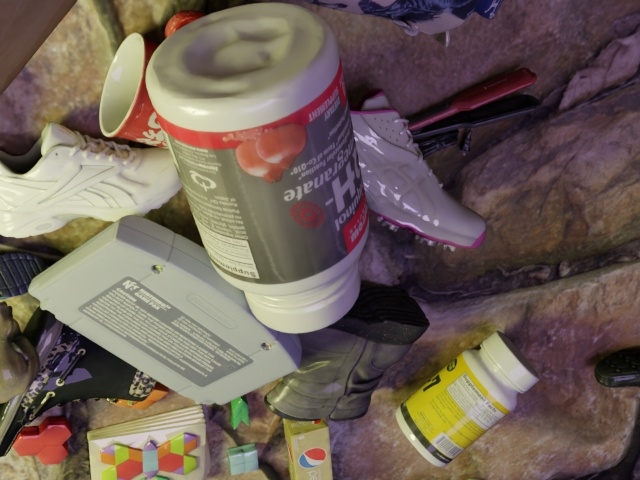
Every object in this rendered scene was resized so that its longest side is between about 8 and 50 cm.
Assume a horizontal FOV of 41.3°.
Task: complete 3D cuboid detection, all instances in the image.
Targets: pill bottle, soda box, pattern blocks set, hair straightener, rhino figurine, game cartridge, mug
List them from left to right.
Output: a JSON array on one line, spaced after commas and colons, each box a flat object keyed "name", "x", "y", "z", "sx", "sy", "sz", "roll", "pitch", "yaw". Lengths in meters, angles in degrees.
[{"name": "rhino figurine", "x": -0.432, "y": 0.164, "z": 1.015, "sx": 0.243, "sy": 0.106, "sz": 0.073, "roll": -27, "pitch": 173, "yaw": 24}, {"name": "pattern blocks set", "x": -0.253, "y": 0.319, "z": 1.254, "sx": 0.325, "sy": 0.026, "sz": 0.285, "roll": -18, "pitch": 128, "yaw": -8}, {"name": "game cartridge", "x": -0.170, "y": 0.091, "z": 1.012, "sx": 0.196, "sy": 0.060, "sz": 0.294, "roll": -26, "pitch": 129, "yaw": 33}, {"name": "mug", "x": -0.128, "y": -0.151, "z": 0.912, "sx": 0.169, "sy": 0.113, "sz": 0.150, "roll": 16, "pitch": 145, "yaw": -33}, {"name": "pill bottle", "x": -0.046, "y": -0.057, "z": 0.853, "sx": 0.176, "sy": 0.176, "sz": 0.318, "roll": -20, "pitch": 133, "yaw": -7}, {"name": "soda box", "x": -0.018, "y": 0.342, "z": 1.338, "sx": 0.061, "sy": 0.058, "sz": 0.181, "roll": -13, "pitch": 126, "yaw": -12}, {"name": "hair straightener", "x": 0.173, "y": -0.137, "z": 1.083, "sx": 0.230, "sy": 0.047, "sz": 0.089, "roll": -25, "pitch": 128, "yaw": -3}, {"name": "pill bottle", "x": 0.230, "y": 0.244, "z": 1.324, "sx": 0.208, "sy": 0.119, "sz": 0.119, "roll": -43, "pitch": 127, "yaw": 11}]

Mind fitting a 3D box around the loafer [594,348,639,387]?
[{"name": "loafer", "x": 0.570, "y": 0.229, "z": 1.467, "sx": 0.223, "sy": 0.076, "sz": 0.078, "roll": -6, "pitch": 117, "yaw": -21}]

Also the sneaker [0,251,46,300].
[{"name": "sneaker", "x": -0.396, "y": 0.052, "z": 1.002, "sx": 0.144, "sy": 0.059, "sz": 0.053, "roll": -21, "pitch": 95, "yaw": -21}]

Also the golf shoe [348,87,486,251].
[{"name": "golf shoe", "x": 0.081, "y": -0.093, "z": 1.007, "sx": 0.306, "sy": 0.115, "sz": 0.140, "roll": 26, "pitch": 100, "yaw": -14}]

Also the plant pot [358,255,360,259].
[{"name": "plant pot", "x": 0.000, "y": 0.000, "z": 1.082, "sx": 0.109, "sy": 0.096, "sz": 0.109, "roll": 4, "pitch": 121, "yaw": -23}]

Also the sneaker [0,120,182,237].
[{"name": "sneaker", "x": -0.258, "y": -0.080, "z": 0.937, "sx": 0.232, "sy": 0.090, "sz": 0.115, "roll": -15, "pitch": 124, "yaw": -11}]

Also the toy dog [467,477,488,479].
[{"name": "toy dog", "x": 0.115, "y": 0.575, "z": 1.414, "sx": 0.408, "sy": 0.284, "sz": 0.395, "roll": 12, "pitch": 118, "yaw": -25}]

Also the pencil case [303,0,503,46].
[{"name": "pencil case", "x": -0.018, "y": -0.301, "z": 0.826, "sx": 0.410, "sy": 0.160, "sz": 0.183, "roll": 2, "pitch": 108, "yaw": -22}]

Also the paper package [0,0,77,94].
[{"name": "paper package", "x": -0.288, "y": -0.321, "z": 0.622, "sx": 0.309, "sy": 0.168, "sz": 0.325, "roll": 46, "pitch": 105, "yaw": 3}]

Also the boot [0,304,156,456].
[{"name": "boot", "x": -0.322, "y": 0.200, "z": 1.106, "sx": 0.178, "sy": 0.085, "sz": 0.236, "roll": 19, "pitch": 111, "yaw": -32}]

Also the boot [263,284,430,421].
[{"name": "boot", "x": -0.026, "y": 0.157, "z": 1.172, "sx": 0.338, "sy": 0.118, "sz": 0.222, "roll": 18, "pitch": 119, "yaw": -28}]
